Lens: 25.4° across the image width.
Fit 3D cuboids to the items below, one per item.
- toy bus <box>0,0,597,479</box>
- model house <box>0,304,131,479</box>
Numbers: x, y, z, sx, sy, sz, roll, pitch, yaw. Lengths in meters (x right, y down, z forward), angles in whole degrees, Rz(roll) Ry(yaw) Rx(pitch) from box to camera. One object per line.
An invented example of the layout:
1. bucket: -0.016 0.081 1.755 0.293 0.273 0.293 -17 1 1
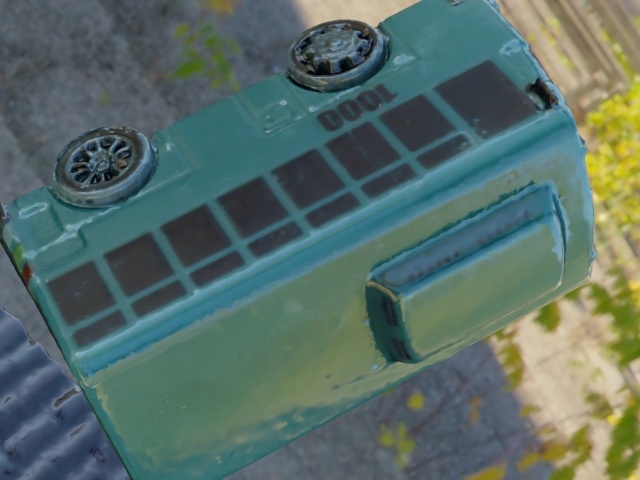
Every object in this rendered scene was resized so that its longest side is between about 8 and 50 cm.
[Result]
1. toy bus: 0.000 0.000 0.405 0.092 0.160 0.079 54 -14 42
2. model house: -0.211 0.169 0.685 0.248 0.230 0.280 28 44 20
